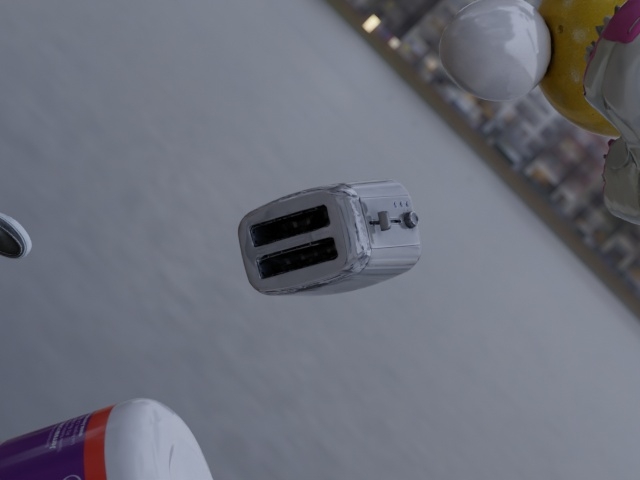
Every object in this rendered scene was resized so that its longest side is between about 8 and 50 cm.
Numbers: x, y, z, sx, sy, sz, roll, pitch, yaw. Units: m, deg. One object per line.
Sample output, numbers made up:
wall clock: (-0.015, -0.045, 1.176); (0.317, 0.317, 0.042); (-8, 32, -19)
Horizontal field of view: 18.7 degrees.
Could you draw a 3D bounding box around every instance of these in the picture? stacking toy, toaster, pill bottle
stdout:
stacking toy: (0.363, -0.225, 2.197); (0.480, 0.350, 0.350); (-2, 28, -21)
toaster: (0.000, 0.000, 2.364); (0.146, 0.227, 0.129); (0, 78, -61)
pill bottle: (-0.242, 0.247, 1.478); (0.181, 0.323, 0.181); (-19, 90, -79)

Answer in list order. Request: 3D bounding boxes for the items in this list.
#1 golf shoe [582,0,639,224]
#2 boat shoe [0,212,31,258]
golf shoe: (0.266, -0.074, 1.353); (0.140, 0.115, 0.306); (48, -6, 28)
boat shoe: (-0.407, -0.020, 2.287); (0.142, 0.049, 0.040); (34, 25, 0)
